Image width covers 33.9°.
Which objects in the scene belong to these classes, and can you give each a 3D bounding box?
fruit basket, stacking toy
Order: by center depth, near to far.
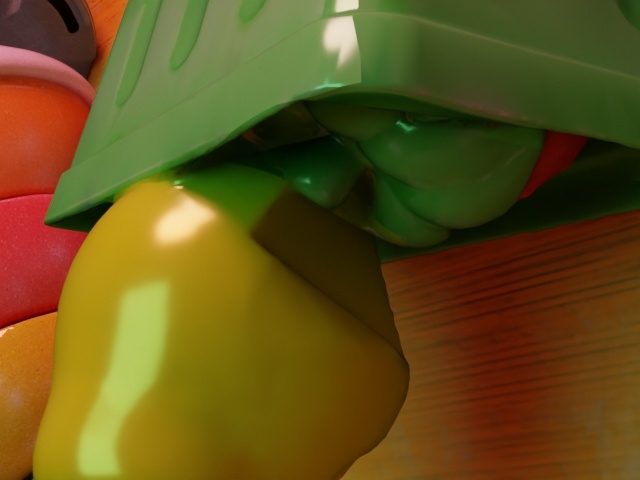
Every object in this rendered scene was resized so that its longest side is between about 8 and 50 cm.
[{"bbox_3d":[0.000,0.000,0.549,0.392,0.282,0.392,-20,66,57],"label":"fruit basket"},{"bbox_3d":[-0.294,0.100,0.952,0.350,0.350,0.480,-38,70,38],"label":"stacking toy"}]

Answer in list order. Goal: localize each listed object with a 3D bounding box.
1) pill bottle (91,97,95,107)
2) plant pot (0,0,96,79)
[{"bbox_3d":[-0.153,-0.059,0.936,0.087,0.087,0.160,-37,55,39],"label":"pill bottle"},{"bbox_3d":[-0.432,-0.270,1.158,0.334,0.341,0.341,48,118,36],"label":"plant pot"}]
